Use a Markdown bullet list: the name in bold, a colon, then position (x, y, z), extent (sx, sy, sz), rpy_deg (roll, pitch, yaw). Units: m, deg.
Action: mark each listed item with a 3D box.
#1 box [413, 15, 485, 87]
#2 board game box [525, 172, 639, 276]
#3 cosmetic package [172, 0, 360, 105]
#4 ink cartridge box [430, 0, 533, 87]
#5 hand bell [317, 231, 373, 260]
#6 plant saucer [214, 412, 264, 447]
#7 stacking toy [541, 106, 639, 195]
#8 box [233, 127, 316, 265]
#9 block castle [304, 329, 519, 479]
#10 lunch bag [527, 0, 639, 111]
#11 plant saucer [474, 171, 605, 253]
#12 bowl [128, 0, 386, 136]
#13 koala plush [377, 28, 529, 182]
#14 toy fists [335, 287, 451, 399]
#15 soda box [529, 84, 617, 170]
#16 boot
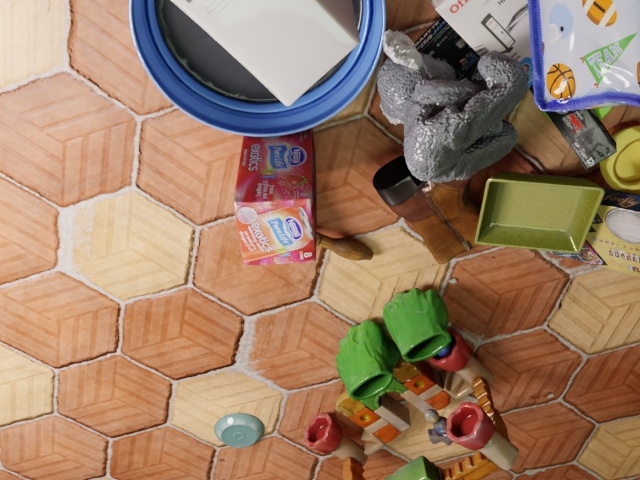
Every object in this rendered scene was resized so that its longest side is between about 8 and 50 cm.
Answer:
- **box**: position (0.272, -0.318, 1.285), extent (0.175, 0.051, 0.220), rpy_deg (33, 119, -25)
- **board game box**: position (0.480, -0.027, 1.421), extent (0.243, 0.042, 0.165), rpy_deg (18, 145, 41)
- **cosmetic package**: position (-0.074, -0.338, 1.047), extent (0.138, 0.224, 0.225), rpy_deg (-37, 121, 22)
- **ink cartridge box**: position (0.281, -0.343, 1.180), extent (0.203, 0.085, 0.148), rpy_deg (36, 116, -26)
- **hand bell**: position (0.000, 0.000, 1.495), extent (0.242, 0.126, 0.126), rpy_deg (17, 125, -29)
- **plant saucer**: position (-0.192, 0.454, 1.863), extent (0.120, 0.021, 0.119), rpy_deg (-1, 128, -2)
- **stacking toy**: position (0.535, -0.269, 1.335), extent (0.280, 0.130, 0.309), rpy_deg (37, 117, 3)
- **box**: position (-0.069, -0.087, 1.313), extent (0.123, 0.256, 0.128), rpy_deg (-3, 127, 2)
- **block castle**: position (0.163, 0.412, 1.676), extent (0.453, 0.303, 0.213), rpy_deg (-38, 119, 22)
- **lunch bag**: position (0.447, -0.381, 1.058), extent (0.328, 0.239, 0.385), rpy_deg (-14, 102, -31)
- **plant saucer**: position (0.371, -0.055, 1.361), extent (0.188, 0.045, 0.188), rpy_deg (6, 146, 7)
- **bowl**: position (-0.095, -0.348, 1.227), extent (0.392, 0.077, 0.391), rpy_deg (-2, 127, -2)
- **koala plush**: position (0.166, -0.214, 1.207), extent (0.203, 0.221, 0.196), rpy_deg (-33, 152, -15)
- **toy fists**: position (0.146, 0.206, 1.622), extent (0.279, 0.142, 0.096), rpy_deg (-40, 136, 24)
- **soda box**: position (0.416, -0.203, 1.298), extent (0.060, 0.053, 0.169), rpy_deg (-34, 97, 27)
- **boot**: position (0.270, -0.073, 1.417), extent (0.264, 0.096, 0.280), rpy_deg (-31, 133, 19)
